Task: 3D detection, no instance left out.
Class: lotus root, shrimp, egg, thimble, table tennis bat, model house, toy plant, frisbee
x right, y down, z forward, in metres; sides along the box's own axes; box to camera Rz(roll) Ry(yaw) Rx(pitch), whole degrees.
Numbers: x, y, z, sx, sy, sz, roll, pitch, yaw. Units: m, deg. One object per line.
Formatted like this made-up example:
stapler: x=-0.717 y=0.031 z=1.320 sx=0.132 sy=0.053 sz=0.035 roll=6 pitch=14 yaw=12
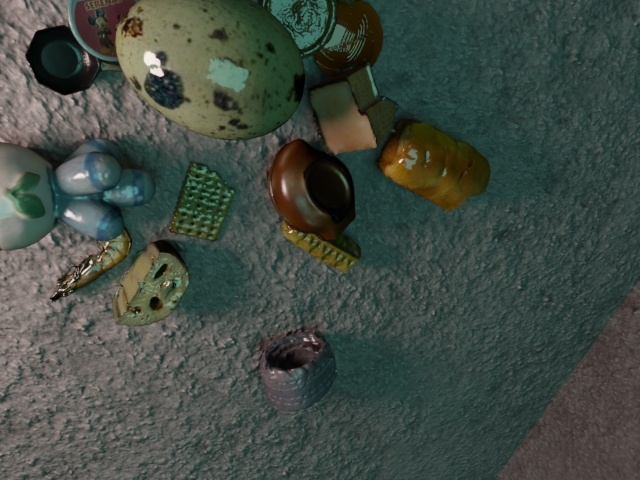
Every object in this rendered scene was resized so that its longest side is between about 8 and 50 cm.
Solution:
lotus root: x=-0.435 y=0.114 z=1.282 sx=0.138 sy=0.119 sz=0.235 roll=35 pitch=99 yaw=-33
shrimp: x=-0.609 y=0.025 z=1.209 sx=0.262 sy=0.051 sz=0.198 roll=-40 pitch=118 yaw=-1
egg: x=-0.215 y=-0.355 z=1.006 sx=0.379 sy=0.287 sz=0.288 roll=4 pitch=116 yaw=-25
thimble: x=-0.068 y=0.403 z=1.539 sx=0.236 sy=0.205 sz=0.172 roll=-14 pitch=121 yaw=-14
table tennis bat: x=-0.440 y=-0.486 z=0.985 sx=0.153 sy=0.040 sz=0.244 roll=-28 pitch=123 yaw=-27
model house: x=0.089 y=-0.333 z=1.218 sx=0.172 sy=0.166 sz=0.183 roll=-45 pitch=122 yaw=-39
toy plant: x=-0.531 y=-0.104 z=1.067 sx=0.332 sy=0.247 sz=0.247 roll=-6 pitch=119 yaw=-23
frisbee: x=0.070 y=-0.488 z=1.203 sx=0.192 sy=0.035 sz=0.192 roll=-9 pitch=121 yaw=-16

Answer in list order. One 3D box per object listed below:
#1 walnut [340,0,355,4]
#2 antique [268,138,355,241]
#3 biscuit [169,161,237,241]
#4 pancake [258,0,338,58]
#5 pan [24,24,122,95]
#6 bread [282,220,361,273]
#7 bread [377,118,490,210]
walnut: x=0.067 y=-0.586 z=1.121 sx=0.092 sy=0.092 sz=0.092 roll=-10 pitch=121 yaw=-17
antique: x=-0.013 y=-0.129 z=1.283 sx=0.223 sy=0.129 sz=0.278 roll=-44 pitch=113 yaw=-30
biscuit: x=-0.301 y=-0.093 z=1.282 sx=0.144 sy=0.016 sz=0.203 roll=15 pitch=112 yaw=-28
pancake: x=-0.051 y=-0.519 z=1.131 sx=0.199 sy=0.021 sz=0.199 roll=-5 pitch=117 yaw=-10
pan: x=-0.502 y=-0.357 z=1.031 sx=0.202 sy=0.048 sz=0.128 roll=25 pitch=95 yaw=-42
bread: x=0.001 y=-0.001 z=1.413 sx=0.269 sy=0.087 sz=0.098 roll=32 pitch=106 yaw=-32
bread: x=0.332 y=-0.206 z=1.396 sx=0.344 sy=0.149 sz=0.195 roll=19 pitch=110 yaw=-30
